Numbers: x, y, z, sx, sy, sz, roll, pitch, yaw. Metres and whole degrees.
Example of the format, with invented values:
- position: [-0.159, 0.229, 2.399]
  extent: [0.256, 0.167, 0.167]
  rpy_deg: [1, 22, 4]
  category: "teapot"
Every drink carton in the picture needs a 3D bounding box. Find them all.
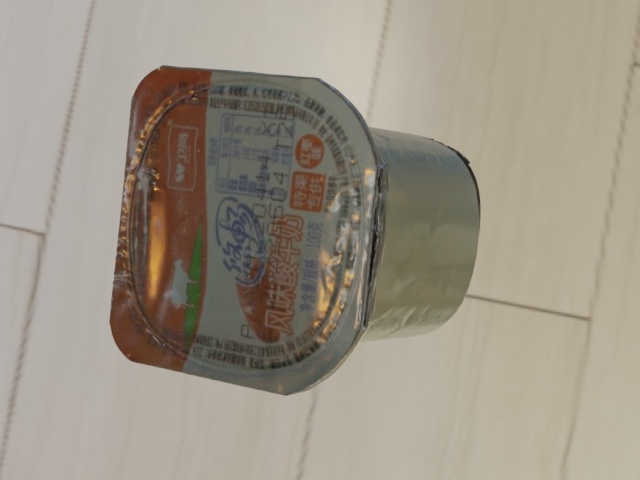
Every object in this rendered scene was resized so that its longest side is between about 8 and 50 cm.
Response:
- position: [0.000, 0.000, 0.941]
  extent: [0.189, 0.191, 0.185]
  rpy_deg: [9, 88, -57]
  category: "drink carton"
